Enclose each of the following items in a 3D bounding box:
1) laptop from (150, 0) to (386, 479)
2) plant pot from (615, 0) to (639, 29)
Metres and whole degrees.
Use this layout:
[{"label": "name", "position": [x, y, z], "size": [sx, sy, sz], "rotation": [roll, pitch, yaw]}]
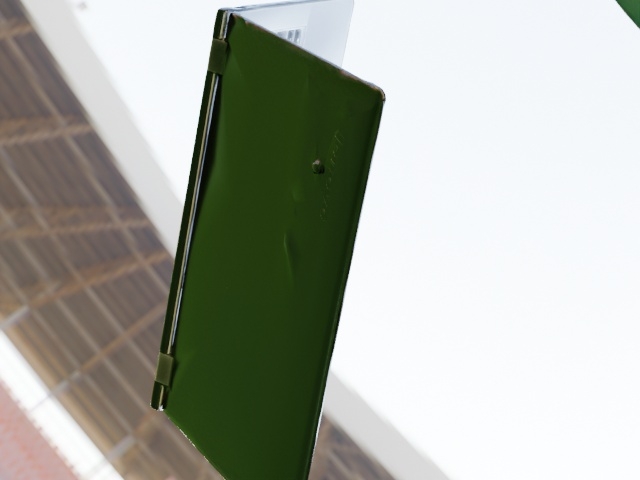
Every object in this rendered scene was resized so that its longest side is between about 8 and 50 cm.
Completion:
[{"label": "laptop", "position": [0.000, 0.000, 1.460], "size": [0.236, 0.408, 0.382], "rotation": [19, -72, 22]}, {"label": "plant pot", "position": [0.252, -0.255, 1.057], "size": [0.166, 0.165, 0.234], "rotation": [134, -55, -60]}]
